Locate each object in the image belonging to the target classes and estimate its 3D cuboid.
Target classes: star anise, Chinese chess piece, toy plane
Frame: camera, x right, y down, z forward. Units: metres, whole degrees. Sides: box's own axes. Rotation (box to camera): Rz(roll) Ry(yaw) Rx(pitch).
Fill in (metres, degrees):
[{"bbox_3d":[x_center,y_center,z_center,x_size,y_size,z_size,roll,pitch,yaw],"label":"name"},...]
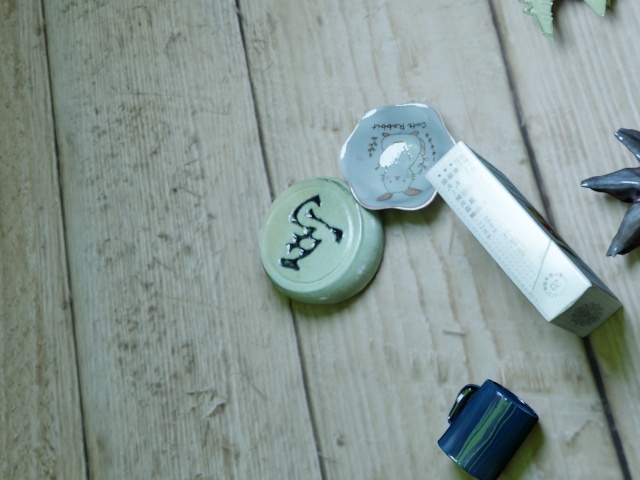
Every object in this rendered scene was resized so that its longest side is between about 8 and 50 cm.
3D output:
[{"bbox_3d":[0.574,-0.062,1.514,0.316,0.139,0.359,3,89,45],"label":"star anise"},{"bbox_3d":[0.000,0.000,1.832,0.250,0.101,0.250,-8,73,27],"label":"Chinese chess piece"},{"bbox_3d":[0.419,-0.467,1.717,0.244,0.092,0.229,23,74,29],"label":"toy plane"}]

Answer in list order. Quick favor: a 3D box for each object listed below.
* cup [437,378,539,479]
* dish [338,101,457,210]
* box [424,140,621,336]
[{"bbox_3d":[0.269,0.306,1.596,0.150,0.113,0.138,38,96,29],"label":"cup"},{"bbox_3d":[0.152,-0.146,1.786,0.229,0.081,0.229,-6,71,17],"label":"dish"},{"bbox_3d":[0.336,0.001,1.576,0.095,0.210,0.330,-43,61,15],"label":"box"}]
